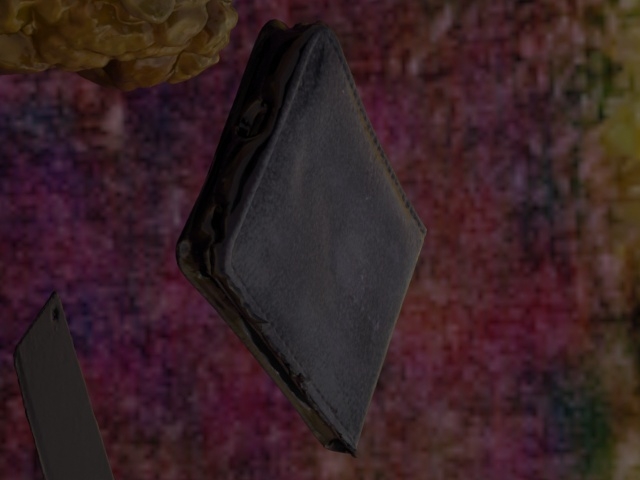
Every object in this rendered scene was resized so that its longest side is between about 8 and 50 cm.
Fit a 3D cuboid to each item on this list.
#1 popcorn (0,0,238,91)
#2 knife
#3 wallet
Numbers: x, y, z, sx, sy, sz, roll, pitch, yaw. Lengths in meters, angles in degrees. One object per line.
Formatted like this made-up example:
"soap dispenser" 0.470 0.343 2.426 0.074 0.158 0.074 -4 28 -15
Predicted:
"popcorn" -0.136 -0.175 1.103 0.194 0.163 0.140 -2 67 -39
"knife" -0.132 0.149 0.948 0.072 0.019 0.245 -64 147 -55
"wallet" -0.002 0.000 0.938 0.222 0.036 0.167 58 43 -51
